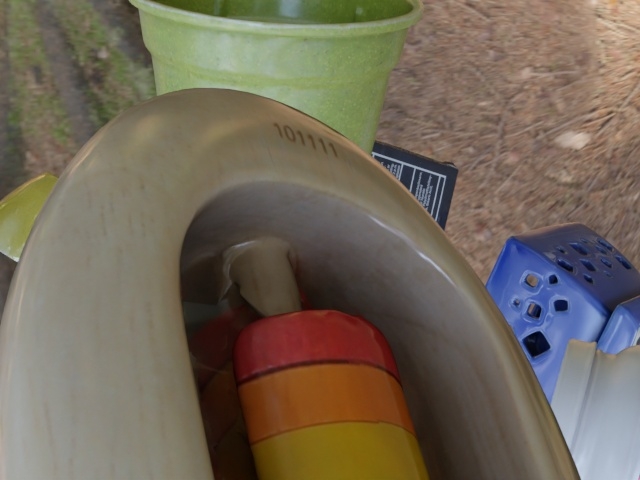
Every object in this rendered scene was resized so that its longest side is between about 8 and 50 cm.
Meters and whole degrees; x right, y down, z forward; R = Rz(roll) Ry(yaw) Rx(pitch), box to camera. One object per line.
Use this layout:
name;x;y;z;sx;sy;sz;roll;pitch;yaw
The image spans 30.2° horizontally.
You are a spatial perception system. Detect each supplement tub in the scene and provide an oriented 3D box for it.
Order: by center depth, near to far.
supplement tub;0.324;0.199;1.006;0.272;0.191;0.191;14;104;13

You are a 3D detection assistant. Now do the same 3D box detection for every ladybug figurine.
ladybug figurine;-0.015;0.131;0.528;0.162;0.305;0.449;-44;42;35

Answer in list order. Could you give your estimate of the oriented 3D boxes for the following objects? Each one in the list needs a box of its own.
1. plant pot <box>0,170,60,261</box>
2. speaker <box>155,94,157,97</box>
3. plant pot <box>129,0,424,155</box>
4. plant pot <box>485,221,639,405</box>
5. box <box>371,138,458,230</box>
plant pot;-0.292;-0.018;1.286;0.134;0.134;0.095;30;87;13
speaker;-0.181;-0.118;1.988;0.296;0.131;0.131;38;111;-11
plant pot;-0.049;-0.115;1.151;0.276;0.276;0.253;12;114;19
plant pot;0.353;0.128;1.655;0.212;0.236;0.236;32;113;28
box;0.000;0.000;1.601;0.183;0.294;0.296;12;89;46
